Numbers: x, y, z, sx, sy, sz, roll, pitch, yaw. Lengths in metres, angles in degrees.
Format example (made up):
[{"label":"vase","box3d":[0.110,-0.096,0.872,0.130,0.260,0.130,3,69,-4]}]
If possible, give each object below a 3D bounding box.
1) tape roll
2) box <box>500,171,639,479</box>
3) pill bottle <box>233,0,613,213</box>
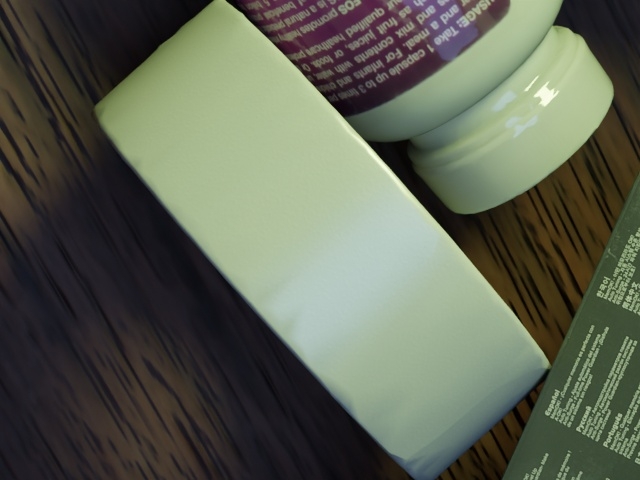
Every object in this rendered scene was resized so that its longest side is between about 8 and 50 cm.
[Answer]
[{"label":"tape roll","box3d":[0.000,0.000,1.056,0.100,0.286,0.286,-42,108,0]},{"label":"box","box3d":[0.198,0.157,1.132,0.097,0.318,0.395,26,100,23]},{"label":"pill bottle","box3d":[0.034,-0.165,1.083,0.169,0.169,0.301,-40,108,-1]}]
